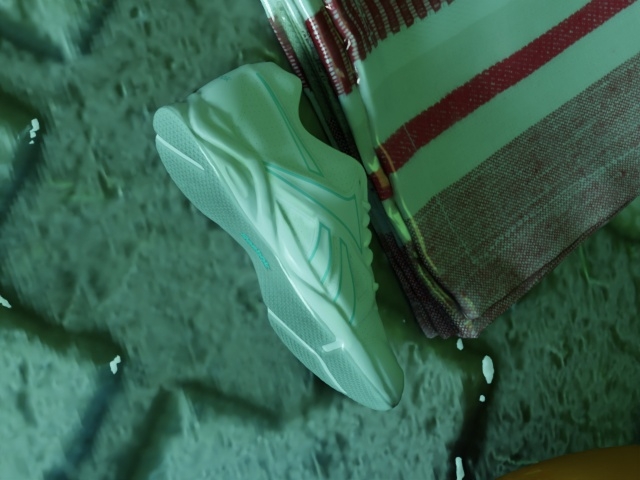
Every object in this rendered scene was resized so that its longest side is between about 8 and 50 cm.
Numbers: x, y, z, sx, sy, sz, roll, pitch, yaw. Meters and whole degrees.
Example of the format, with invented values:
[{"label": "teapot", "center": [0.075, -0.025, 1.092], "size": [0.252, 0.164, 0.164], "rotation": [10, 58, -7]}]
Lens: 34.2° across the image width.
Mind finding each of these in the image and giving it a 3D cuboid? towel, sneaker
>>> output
[{"label": "towel", "center": [0.072, -0.151, 0.445], "size": [0.237, 0.037, 0.329], "rotation": [-36, 110, -24]}, {"label": "sneaker", "center": [0.000, 0.000, 0.404], "size": [0.061, 0.054, 0.152], "rotation": [-39, 111, -25]}]

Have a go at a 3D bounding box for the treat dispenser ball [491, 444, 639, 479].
[{"label": "treat dispenser ball", "center": [0.122, 0.215, 0.355], "size": [0.288, 0.288, 0.288], "rotation": [-3, 95, -30]}]
